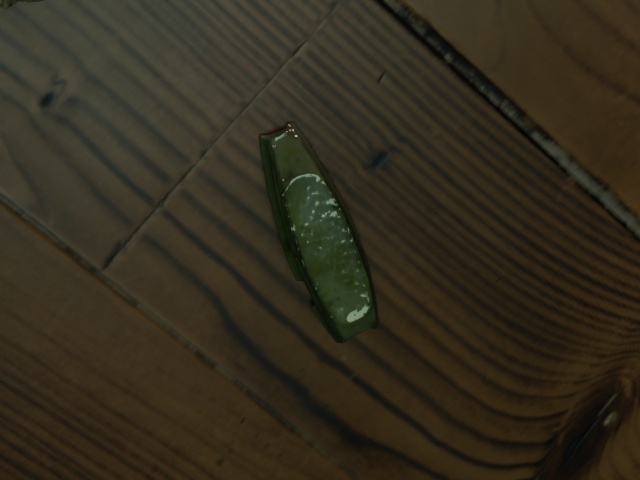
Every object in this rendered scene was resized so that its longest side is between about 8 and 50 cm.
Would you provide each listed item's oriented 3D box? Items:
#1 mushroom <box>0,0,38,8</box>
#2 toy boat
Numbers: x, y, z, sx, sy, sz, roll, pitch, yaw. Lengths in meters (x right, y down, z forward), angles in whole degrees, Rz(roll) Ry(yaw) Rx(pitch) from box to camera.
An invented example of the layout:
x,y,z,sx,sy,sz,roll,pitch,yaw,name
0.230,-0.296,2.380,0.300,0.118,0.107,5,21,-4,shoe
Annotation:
x,y,z,sx,sy,sz,roll,pitch,yaw,name
-0.212,-0.391,1.839,0.177,0.126,0.397,41,99,-8,mushroom
0.000,0.000,2.037,0.093,0.055,0.293,-23,110,-3,toy boat
